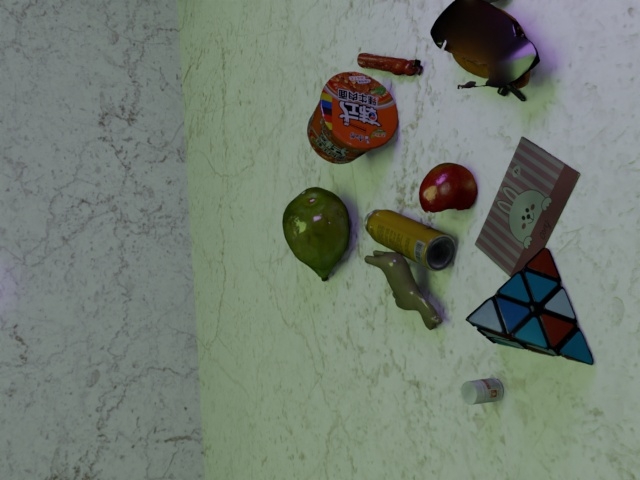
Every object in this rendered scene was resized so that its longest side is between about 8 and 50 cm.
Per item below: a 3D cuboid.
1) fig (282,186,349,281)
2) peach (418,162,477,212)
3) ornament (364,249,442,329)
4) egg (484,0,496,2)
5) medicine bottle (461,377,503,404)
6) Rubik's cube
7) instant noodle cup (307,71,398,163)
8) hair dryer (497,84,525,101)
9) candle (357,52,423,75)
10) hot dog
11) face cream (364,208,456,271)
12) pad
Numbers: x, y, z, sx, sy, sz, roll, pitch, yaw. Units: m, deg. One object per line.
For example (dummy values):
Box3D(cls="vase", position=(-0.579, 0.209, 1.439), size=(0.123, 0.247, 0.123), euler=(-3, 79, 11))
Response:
Box3D(cls="fig", position=(0.013, -0.015, 2.267), size=(0.314, 0.233, 0.233), euler=(54, 159, -22))
Box3D(cls="peach", position=(0.317, -0.134, 1.773), size=(0.151, 0.118, 0.151), euler=(-8, 78, 45))
Box3D(cls="ornament", position=(0.235, 0.138, 1.903), size=(0.230, 0.061, 0.245), euler=(64, 162, -13))
Box3D(cls="egg", position=(0.416, -0.620, 1.668), size=(0.110, 0.085, 0.085), euler=(142, 124, -66))
Box3D(cls="medicine bottle", position=(0.387, 0.360, 1.652), size=(0.057, 0.089, 0.057), euler=(-2, 88, 59))
Box3D(cls="Rubik's cube", position=(0.408, 0.137, 1.488), size=(0.284, 0.234, 0.250), euler=(14, 99, 60))
Box3D(cls="instant noodle cup", position=(0.080, -0.357, 2.093), size=(0.192, 0.250, 0.251), euler=(144, 122, -63))
Box3D(cls="hair dryer", position=(0.459, -0.352, 1.642), size=(0.083, 0.026, 0.047), euler=(54, 136, 37))
Box3D(cls="candle", position=(0.199, -0.528, 2.077), size=(0.329, 0.048, 0.051), euler=(33, 103, 57))
Box3D(cls="hot dog", position=(0.404, -0.448, 1.647), size=(0.194, 0.107, 0.326), euler=(-47, 48, 31))
Box3D(cls="face cream", position=(0.230, -0.015, 1.932), size=(0.348, 0.104, 0.105), euler=(30, 114, 57))
Box3D(cls="pad", position=(0.472, -0.066, 1.614), size=(0.202, 0.005, 0.300), euler=(51, 131, 48))
